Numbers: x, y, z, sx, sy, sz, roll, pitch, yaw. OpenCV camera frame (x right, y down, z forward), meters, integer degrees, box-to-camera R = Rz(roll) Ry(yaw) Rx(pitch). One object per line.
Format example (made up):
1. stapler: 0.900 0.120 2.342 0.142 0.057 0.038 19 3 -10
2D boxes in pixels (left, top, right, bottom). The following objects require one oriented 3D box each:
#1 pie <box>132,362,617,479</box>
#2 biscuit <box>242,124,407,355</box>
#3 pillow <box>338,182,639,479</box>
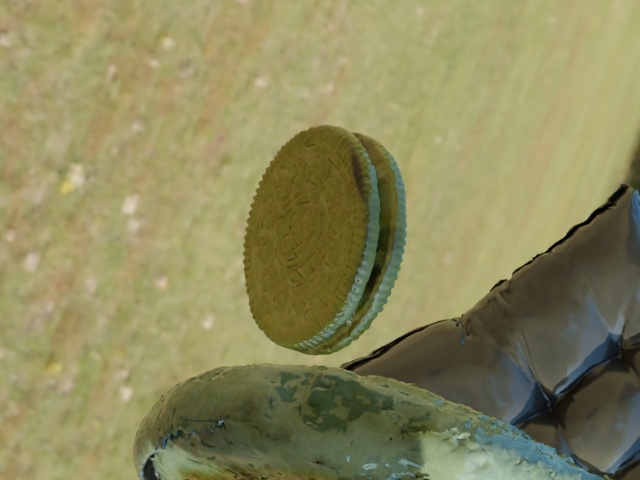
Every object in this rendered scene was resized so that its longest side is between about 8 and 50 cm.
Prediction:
1. pie: 0.034 0.120 0.708 0.240 0.240 0.054 96 13 -60
2. biscuit: 0.000 0.000 0.613 0.084 0.023 0.084 -24 -119 52
3. pillow: 0.176 0.154 0.964 0.228 0.326 0.101 -32 157 -4
